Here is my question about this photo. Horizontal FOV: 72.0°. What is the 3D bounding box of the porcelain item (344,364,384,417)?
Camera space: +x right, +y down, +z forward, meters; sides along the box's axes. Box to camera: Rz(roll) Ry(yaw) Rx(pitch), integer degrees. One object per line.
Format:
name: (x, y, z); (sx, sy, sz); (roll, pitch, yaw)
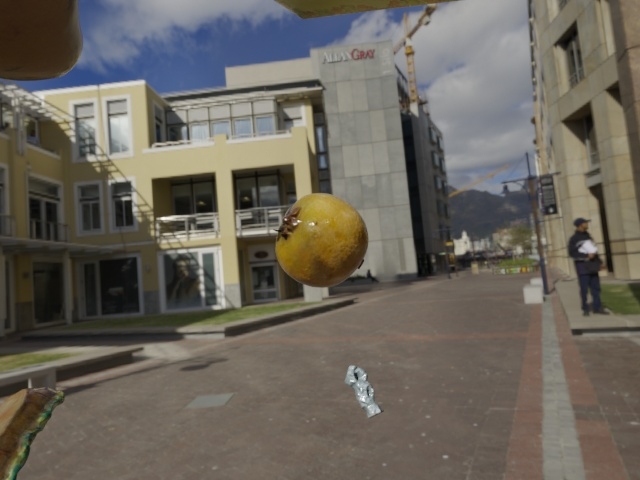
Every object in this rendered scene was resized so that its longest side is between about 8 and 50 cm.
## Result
porcelain item: (0.067, 0.233, 0.687); (0.036, 0.083, 0.028); (-17, -29, -26)

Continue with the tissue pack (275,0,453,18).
tissue pack: (0.025, -0.198, 0.284); (0.176, 0.062, 0.095); (16, 8, 39)

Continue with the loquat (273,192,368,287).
loquat: (0.000, 0.000, 0.698); (0.163, 0.137, 0.163); (-1, -44, -1)

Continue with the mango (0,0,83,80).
mango: (-0.433, -0.338, 0.587); (0.211, 0.173, 0.317); (-32, -14, -21)

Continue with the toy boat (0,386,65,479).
toy boat: (-0.448, 0.321, 0.622); (0.108, 0.099, 0.293); (-32, 31, 4)
